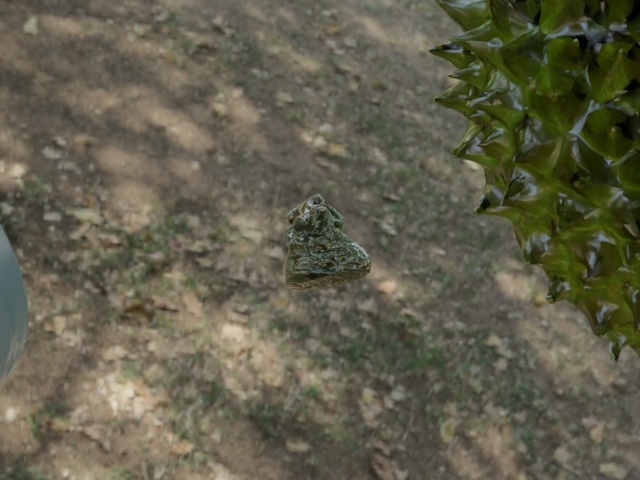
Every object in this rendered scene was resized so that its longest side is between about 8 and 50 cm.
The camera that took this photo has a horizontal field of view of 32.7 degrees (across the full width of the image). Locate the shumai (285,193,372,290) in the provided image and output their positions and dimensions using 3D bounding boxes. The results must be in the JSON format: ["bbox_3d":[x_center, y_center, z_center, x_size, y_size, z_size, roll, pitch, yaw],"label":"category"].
[{"bbox_3d":[0.000,0.000,0.981,0.082,0.083,0.080,5,71,-44],"label":"shumai"}]

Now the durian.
[{"bbox_3d":[0.196,-0.027,0.491,0.352,0.158,0.169,35,38,-10],"label":"durian"}]

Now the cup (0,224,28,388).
[{"bbox_3d":[-0.296,0.071,0.358,0.257,0.331,0.311,-2,42,20],"label":"cup"}]
